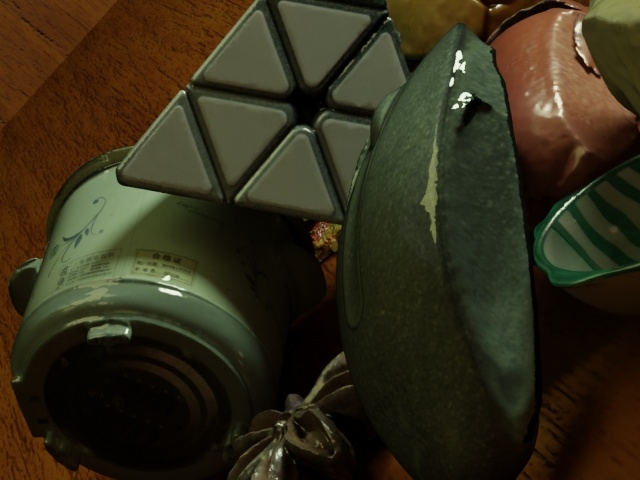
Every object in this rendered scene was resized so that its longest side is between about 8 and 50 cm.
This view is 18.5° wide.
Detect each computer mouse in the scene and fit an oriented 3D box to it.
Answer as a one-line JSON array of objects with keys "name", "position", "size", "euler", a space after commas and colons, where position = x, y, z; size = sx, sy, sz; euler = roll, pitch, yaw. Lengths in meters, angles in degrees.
[{"name": "computer mouse", "position": [0.075, 0.011, 1.440], "size": [0.203, 0.114, 0.373], "euler": [119, 149, -58]}]

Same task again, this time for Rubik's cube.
[{"name": "Rubik's cube", "position": [-0.006, -0.119, 1.738], "size": [0.228, 0.229, 0.233], "euler": [-18, 48, 41]}]

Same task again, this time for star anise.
[{"name": "star anise", "position": [-0.010, 0.174, 1.610], "size": [0.212, 0.073, 0.197], "euler": [-36, 19, 38]}]

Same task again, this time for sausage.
[{"name": "sausage", "position": [0.190, -0.091, 1.577], "size": [0.152, 0.152, 0.279], "euler": [-38, 23, 27]}]

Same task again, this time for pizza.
[{"name": "pizza", "position": [0.000, -0.001, 1.990], "size": [0.078, 0.025, 0.083], "euler": [-51, 20, -14]}]

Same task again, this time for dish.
[{"name": "dish", "position": [0.260, -0.011, 1.354], "size": [0.246, 0.078, 0.224], "euler": [-39, 19, -27]}]

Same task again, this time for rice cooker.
[{"name": "rice cooker", "position": [-0.146, 0.062, 1.832], "size": [0.317, 0.264, 0.316], "euler": [-11, 39, 9]}]

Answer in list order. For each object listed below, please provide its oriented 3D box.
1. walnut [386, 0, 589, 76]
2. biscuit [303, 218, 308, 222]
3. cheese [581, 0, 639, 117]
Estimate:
[{"name": "walnut", "position": [0.138, -0.187, 1.810], "size": [0.203, 0.203, 0.297], "euler": [6, 82, 67]}, {"name": "biscuit", "position": [-0.090, -0.003, 2.182], "size": [0.292, 0.026, 0.048], "euler": [-21, 29, 51]}, {"name": "cheese", "position": [0.340, -0.184, 1.384], "size": [0.326, 0.115, 0.318], "euler": [-15, 23, 38]}]
